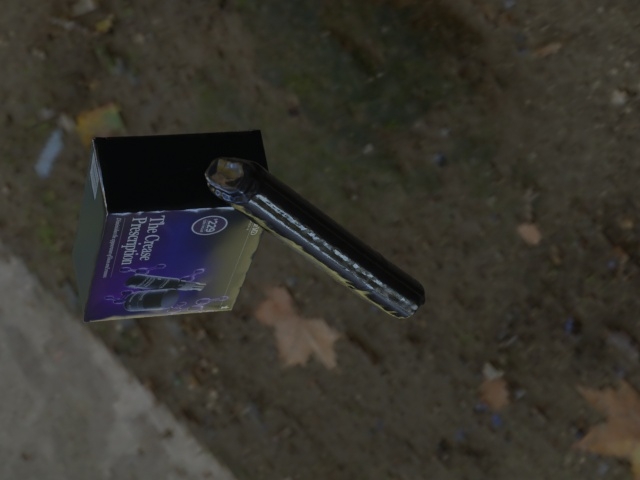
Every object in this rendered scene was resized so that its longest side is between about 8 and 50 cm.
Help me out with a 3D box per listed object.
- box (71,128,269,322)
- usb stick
[{"bbox_3d":[-0.169,-0.013,1.734,0.261,0.184,0.103,115,145,-59],"label":"box"},{"bbox_3d":[0.000,0.000,1.470,0.077,0.278,0.045,25,83,48],"label":"usb stick"}]
